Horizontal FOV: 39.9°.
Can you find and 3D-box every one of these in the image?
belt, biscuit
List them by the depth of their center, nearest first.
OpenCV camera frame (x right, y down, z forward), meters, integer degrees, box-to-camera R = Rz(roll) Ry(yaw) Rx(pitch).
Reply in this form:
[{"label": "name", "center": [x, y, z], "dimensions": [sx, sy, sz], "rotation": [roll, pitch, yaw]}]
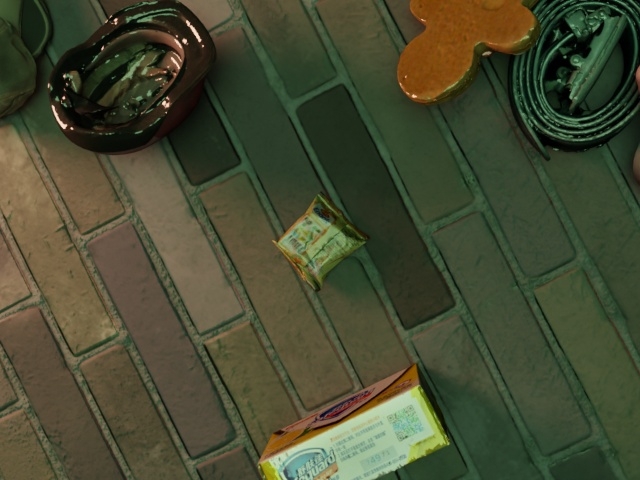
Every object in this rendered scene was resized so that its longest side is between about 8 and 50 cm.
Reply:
[{"label": "biscuit", "center": [0.233, -0.332, 1.271], "dimensions": [0.216, 0.047, 0.340], "rotation": [25, 80, 38]}, {"label": "belt", "center": [0.376, -0.242, 1.280], "dimensions": [0.206, 0.116, 0.267], "rotation": [18, 89, 8]}]

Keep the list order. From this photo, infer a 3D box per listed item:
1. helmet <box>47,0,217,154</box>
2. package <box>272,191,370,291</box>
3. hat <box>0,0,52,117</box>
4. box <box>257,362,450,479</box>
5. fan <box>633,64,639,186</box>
[{"label": "helmet", "center": [-0.278, -0.226, 1.330], "dimensions": [0.253, 0.154, 0.198], "rotation": [-29, 69, -12]}, {"label": "package", "center": [-0.002, 0.002, 1.368], "dimensions": [0.108, 0.031, 0.121], "rotation": [45, 90, 2]}, {"label": "hat", "center": [-0.545, -0.319, 1.350], "dimensions": [0.232, 0.161, 0.275], "rotation": [3, 89, 1]}, {"label": "box", "center": [0.051, 0.294, 1.305], "dimensions": [0.265, 0.168, 0.097], "rotation": [-27, 91, 7]}, {"label": "fan", "center": [0.494, -0.159, 1.236], "dimensions": [0.130, 0.074, 0.244], "rotation": [-35, 127, -5]}]
